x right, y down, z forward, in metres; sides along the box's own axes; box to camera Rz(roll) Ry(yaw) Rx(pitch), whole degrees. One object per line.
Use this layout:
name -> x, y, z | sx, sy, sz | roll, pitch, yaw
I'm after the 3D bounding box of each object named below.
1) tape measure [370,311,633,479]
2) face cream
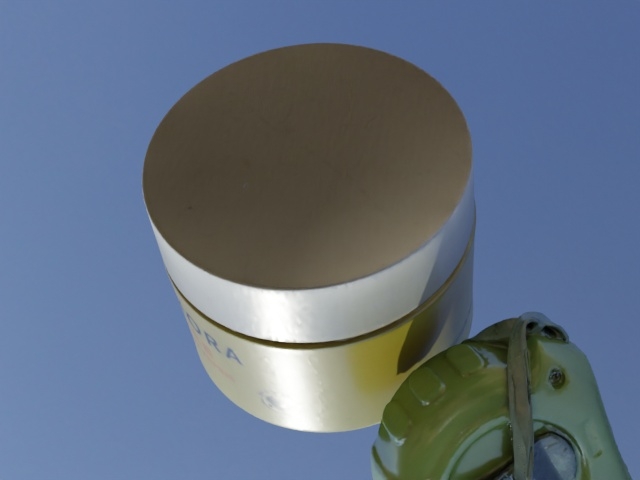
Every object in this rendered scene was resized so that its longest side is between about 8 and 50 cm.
tape measure -> 0.124, 0.150, 0.742 | 0.175, 0.200, 0.106 | -26, -154, -6
face cream -> 0.000, 0.000, 0.780 | 0.218, 0.179, 0.218 | -4, -129, 5
